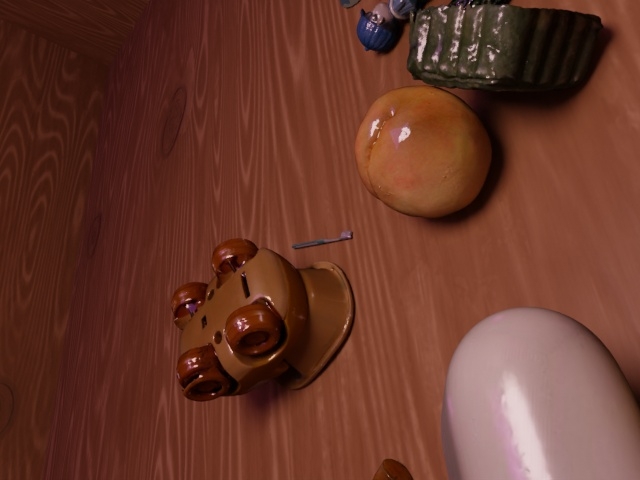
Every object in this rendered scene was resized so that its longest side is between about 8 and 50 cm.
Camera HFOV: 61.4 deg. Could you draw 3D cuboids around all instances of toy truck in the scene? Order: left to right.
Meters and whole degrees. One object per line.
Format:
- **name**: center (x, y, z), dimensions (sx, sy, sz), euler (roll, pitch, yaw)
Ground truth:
- **toy truck**: center (-0.109, 0.135, 0.901), dimensions (0.288, 0.212, 0.204), euler (-46, 42, 25)

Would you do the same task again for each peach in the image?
- **peach**: center (0.135, -0.121, 0.727), dimensions (0.184, 0.184, 0.184), euler (-26, 55, 45)

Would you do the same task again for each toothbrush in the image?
- **toothbrush**: center (0.000, 0.000, 0.984), dimensions (0.167, 0.011, 0.014), euler (-11, 61, 50)

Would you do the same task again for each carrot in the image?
- **carrot**: center (0.072, 0.357, 0.708), dimensions (0.048, 0.048, 0.139), euler (42, 111, 52)

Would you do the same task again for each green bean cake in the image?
- **green bean cake**: center (0.217, -0.234, 0.663), dimensions (0.181, 0.173, 0.094), euler (30, 123, 52)

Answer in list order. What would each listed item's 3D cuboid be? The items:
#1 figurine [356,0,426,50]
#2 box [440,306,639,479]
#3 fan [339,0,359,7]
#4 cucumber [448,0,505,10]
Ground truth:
- **figurine**: center (0.130, -0.400, 0.949), dimensions (0.149, 0.086, 0.087), euler (-29, 93, 29)
- **box**: center (0.189, 0.245, 0.426), dimensions (0.141, 0.288, 0.349), euler (-10, 58, 3)
- **fan**: center (0.088, -0.522, 1.105), dimensions (0.113, 0.005, 0.175), euler (-54, 40, 22)
- **cucumber**: center (0.253, -0.380, 0.779), dimensions (0.293, 0.067, 0.067), euler (-52, 40, 22)
